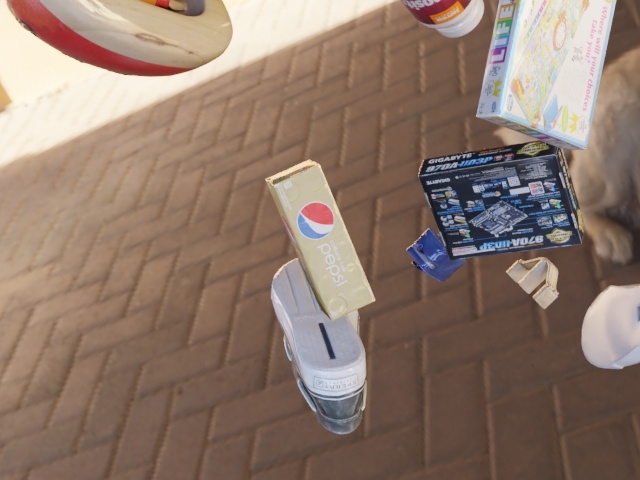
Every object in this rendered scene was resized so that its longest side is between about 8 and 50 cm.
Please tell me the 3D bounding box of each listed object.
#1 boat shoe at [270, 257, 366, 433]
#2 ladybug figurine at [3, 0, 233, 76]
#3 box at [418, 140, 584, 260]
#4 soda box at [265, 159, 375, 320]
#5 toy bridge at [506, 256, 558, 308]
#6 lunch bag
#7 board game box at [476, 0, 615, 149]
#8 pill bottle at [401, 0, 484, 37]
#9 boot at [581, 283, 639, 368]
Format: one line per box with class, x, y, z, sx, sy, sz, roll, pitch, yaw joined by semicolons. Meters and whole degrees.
boat shoe;-0.004;0.134;1.448;0.121;0.119;0.335;-2;27;-3
ladybug figurine;-0.342;-0.388;1.741;0.162;0.449;0.305;-42;55;29
box;0.281;-0.061;1.677;0.220;0.175;0.051;-8;36;25
soda box;0.000;0.000;1.281;0.061;0.181;0.058;-25;14;-8
toy bridge;0.352;0.057;1.759;0.063;0.026;0.188;-45;12;6
lunch bag;0.192;0.028;1.829;0.065;0.098;0.067;-46;55;13
board game box;0.187;-0.161;0.881;0.026;0.103;0.154;5;82;58
pill bottle;0.127;-0.297;1.229;0.086;0.152;0.086;-15;61;28
boot;0.383;0.085;1.126;0.258;0.123;0.095;136;142;-68
